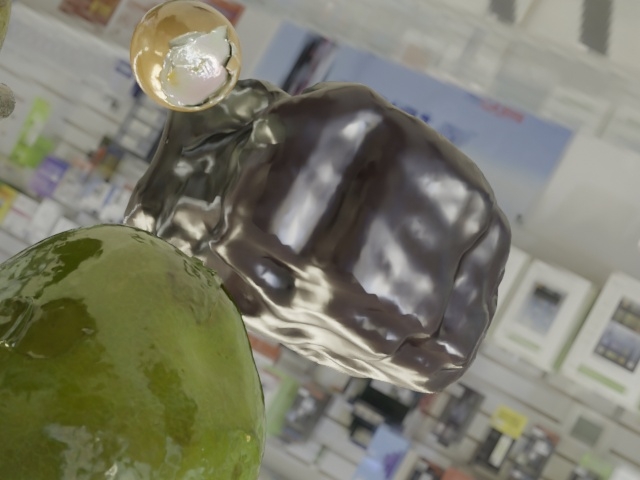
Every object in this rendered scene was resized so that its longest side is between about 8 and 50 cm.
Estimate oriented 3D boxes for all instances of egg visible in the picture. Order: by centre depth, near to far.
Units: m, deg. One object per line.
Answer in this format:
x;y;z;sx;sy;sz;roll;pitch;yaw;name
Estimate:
-0.098;-0.135;1.069;0.080;0.080;0.096;33;-169;-36;egg

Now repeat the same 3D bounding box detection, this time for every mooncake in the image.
0.000;0.000;1.421;0.351;0.212;0.381;27;168;-16;mooncake

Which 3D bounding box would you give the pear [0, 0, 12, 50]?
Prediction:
-0.414;-0.259;1.651;0.137;0.167;0.167;21;174;10;pear

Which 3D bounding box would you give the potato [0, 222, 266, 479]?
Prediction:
-0.132;0.108;0.725;0.186;0.253;0.148;19;161;19;potato

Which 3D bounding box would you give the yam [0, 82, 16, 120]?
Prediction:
-0.410;-0.168;1.780;0.054;0.054;0.132;28;-172;9;yam
